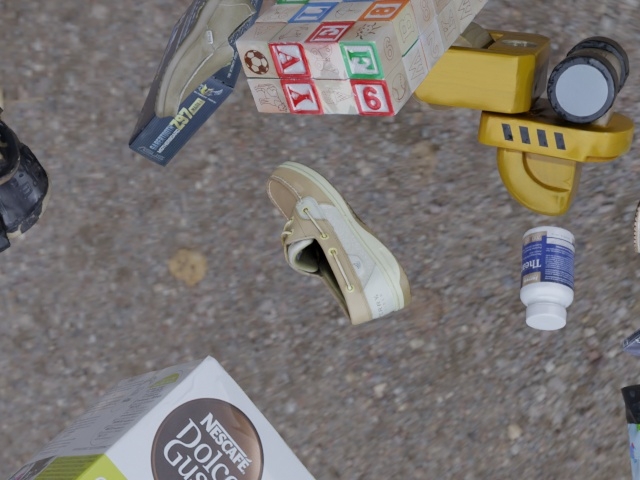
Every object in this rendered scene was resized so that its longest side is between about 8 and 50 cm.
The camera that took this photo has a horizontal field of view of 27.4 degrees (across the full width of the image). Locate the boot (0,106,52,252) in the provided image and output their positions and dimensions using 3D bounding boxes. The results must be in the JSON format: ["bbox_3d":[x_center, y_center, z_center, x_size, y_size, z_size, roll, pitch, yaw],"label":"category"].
[{"bbox_3d":[-0.208,-0.128,0.713,0.377,0.138,0.284,-12,130,2],"label":"boot"}]

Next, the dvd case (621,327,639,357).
[{"bbox_3d":[0.506,0.129,1.597,0.221,0.018,0.164,21,141,-16],"label":"dvd case"}]

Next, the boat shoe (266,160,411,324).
[{"bbox_3d":[0.000,0.000,0.792,0.135,0.045,0.050,45,157,41],"label":"boat shoe"}]

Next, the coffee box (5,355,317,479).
[{"bbox_3d":[-0.196,0.378,1.565,0.338,0.334,0.338,52,152,-8],"label":"coffee box"}]

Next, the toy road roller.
[{"bbox_3d":[0.283,-0.175,1.890,0.329,0.202,0.241,11,110,15],"label":"toy road roller"}]

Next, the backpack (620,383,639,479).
[{"bbox_3d":[0.555,0.379,1.745,0.273,0.290,0.356,3,86,63],"label":"backpack"}]

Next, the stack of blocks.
[{"bbox_3d":[0.061,-0.251,1.437,0.171,0.297,0.087,5,129,33],"label":"stack of blocks"}]

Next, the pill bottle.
[{"bbox_3d":[0.284,0.048,1.650,0.067,0.067,0.120,-6,61,25],"label":"pill bottle"}]

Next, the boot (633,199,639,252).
[{"bbox_3d":[0.497,-0.048,1.887,0.084,0.059,0.158,15,114,10],"label":"boot"}]

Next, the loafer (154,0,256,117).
[{"bbox_3d":[-0.108,-0.175,1.233,0.050,0.056,0.148,29,87,-6],"label":"loafer"}]

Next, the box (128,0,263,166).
[{"bbox_3d":[-0.145,-0.228,1.612,0.059,0.233,0.183,29,140,-19],"label":"box"}]
